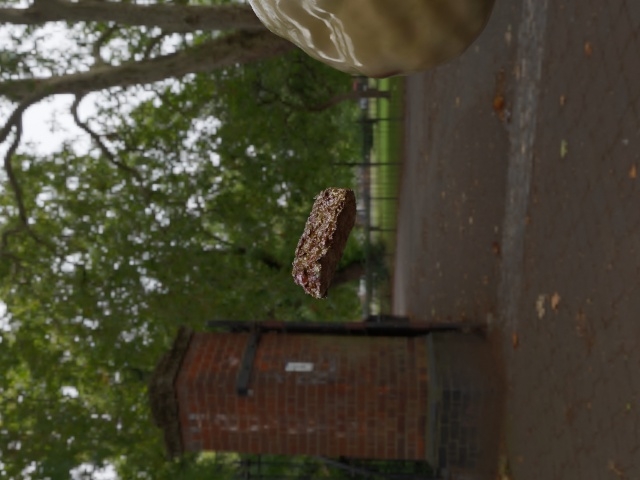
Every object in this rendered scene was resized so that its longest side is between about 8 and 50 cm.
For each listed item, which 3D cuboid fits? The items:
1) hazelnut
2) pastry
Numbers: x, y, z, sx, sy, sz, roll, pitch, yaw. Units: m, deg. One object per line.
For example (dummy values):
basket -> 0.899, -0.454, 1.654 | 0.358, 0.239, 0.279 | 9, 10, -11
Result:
hazelnut -> 0.059, -0.282, 0.772 | 0.241, 0.261, 0.261 | -111, 20, -74
pastry -> 0.000, 0.002, 1.048 | 0.087, 0.063, 0.169 | 80, -154, -49
